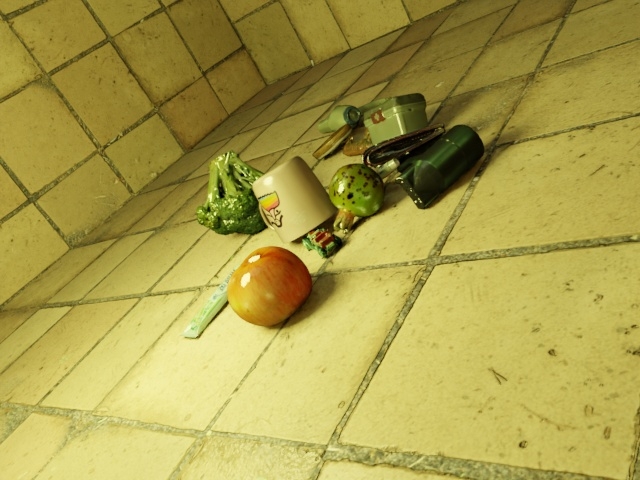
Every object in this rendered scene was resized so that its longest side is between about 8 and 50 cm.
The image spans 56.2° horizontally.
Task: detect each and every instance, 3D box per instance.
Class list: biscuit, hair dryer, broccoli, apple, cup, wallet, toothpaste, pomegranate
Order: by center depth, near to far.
[{"bbox_3d":[-0.127,0.107,1.444,0.210,0.164,0.209,-27,21,11],"label":"apple"},{"bbox_3d":[0.274,-0.191,1.665,0.244,0.116,0.302,-39,13,-19],"label":"hair dryer"},{"bbox_3d":[0.091,-0.118,1.665,0.159,0.159,0.205,8,73,56],"label":"pomegranate"},{"bbox_3d":[-0.279,0.160,1.677,0.075,0.048,0.297,-2,40,44],"label":"toothpaste"},{"bbox_3d":[0.152,-0.172,1.766,0.218,0.033,0.052,-39,14,42],"label":"toothpaste"},{"bbox_3d":[-0.100,-0.117,1.775,0.191,0.200,0.253,-38,9,-39],"label":"cup"},{"bbox_3d":[0.257,-0.288,1.839,0.262,0.071,0.221,-23,1,11],"label":"wallet"},{"bbox_3d":[-0.262,-0.159,1.997,0.304,0.283,0.321,-25,4,39],"label":"broccoli"},{"bbox_3d":[0.049,-0.372,2.285,0.181,0.049,0.208,-45,11,-10],"label":"biscuit"},{"bbox_3d":[0.115,-0.516,2.515,0.296,0.118,0.298,-10,15,47],"label":"hair dryer"}]

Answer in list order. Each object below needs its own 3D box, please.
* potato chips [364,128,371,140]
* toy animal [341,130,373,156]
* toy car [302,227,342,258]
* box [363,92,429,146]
[{"bbox_3d":[0.235,-0.435,2.223,0.195,0.061,0.208,-6,31,41],"label":"potato chips"},{"bbox_3d":[0.140,-0.341,2.152,0.099,0.056,0.241,-44,27,-27],"label":"toy animal"},{"bbox_3d":[0.000,0.000,1.643,0.073,0.054,0.143,-39,24,-12],"label":"toy car"},{"bbox_3d":[0.249,-0.391,1.960,0.148,0.129,0.210,-17,2,-28],"label":"box"}]
